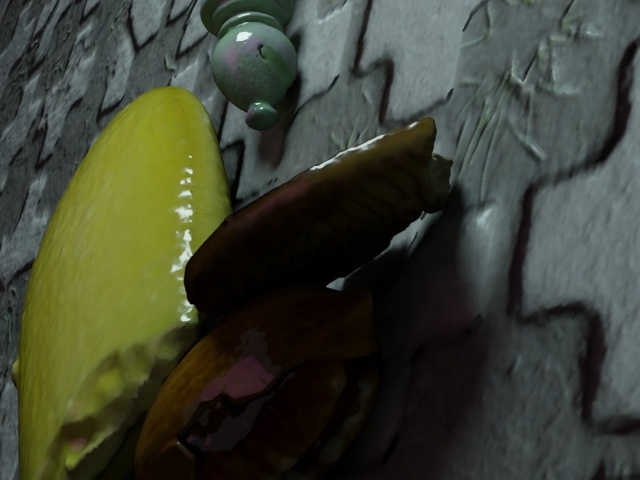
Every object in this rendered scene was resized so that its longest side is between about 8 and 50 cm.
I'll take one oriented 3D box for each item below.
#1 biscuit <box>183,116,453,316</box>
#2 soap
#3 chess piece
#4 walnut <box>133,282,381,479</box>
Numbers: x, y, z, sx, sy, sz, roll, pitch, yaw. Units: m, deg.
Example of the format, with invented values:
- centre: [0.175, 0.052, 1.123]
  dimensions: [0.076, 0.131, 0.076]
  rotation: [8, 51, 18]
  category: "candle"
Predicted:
- centre: [0.000, 0.001, 0.748]
  dimensions: [0.228, 0.176, 0.031]
  rotation: [87, 162, -74]
  category: "biscuit"
- centre: [-0.166, 0.048, 1.017]
  dimensions: [0.306, 0.115, 0.427]
  rotation: [-58, 26, 28]
  category: "soap"
- centre: [-0.062, -0.206, 1.035]
  dimensions: [0.139, 0.139, 0.272]
  rotation: [-40, 49, 44]
  category: "chess piece"
- centre: [-0.035, 0.100, 0.742]
  dimensions: [0.207, 0.115, 0.116]
  rotation: [-47, 31, 21]
  category: "walnut"
